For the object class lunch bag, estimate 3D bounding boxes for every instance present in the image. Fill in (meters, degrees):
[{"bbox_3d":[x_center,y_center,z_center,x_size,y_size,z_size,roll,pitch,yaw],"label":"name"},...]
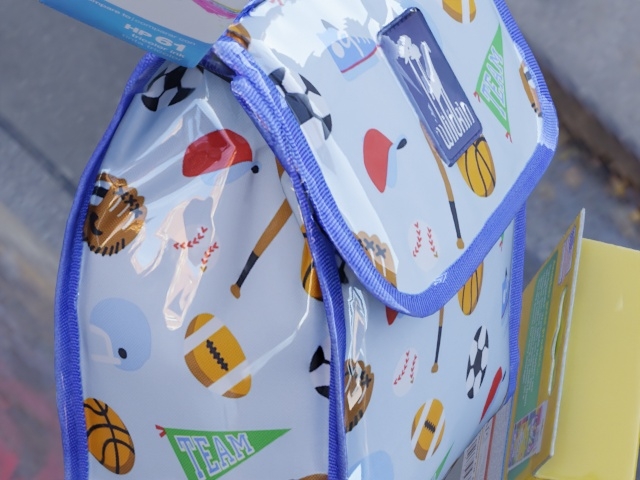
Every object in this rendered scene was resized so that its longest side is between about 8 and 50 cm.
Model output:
[{"bbox_3d":[0.000,0.000,1.184,0.328,0.239,0.385,-45,141,-56],"label":"lunch bag"}]

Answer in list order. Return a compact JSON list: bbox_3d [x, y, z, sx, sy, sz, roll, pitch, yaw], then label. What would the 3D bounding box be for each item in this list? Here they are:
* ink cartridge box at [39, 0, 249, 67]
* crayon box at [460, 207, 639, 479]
[{"bbox_3d":[-0.025,-0.105,0.481,0.052,0.122,0.088,25,75,-9],"label":"ink cartridge box"},{"bbox_3d":[0.190,0.134,1.528,0.083,0.323,0.203,13,66,-4],"label":"crayon box"}]
